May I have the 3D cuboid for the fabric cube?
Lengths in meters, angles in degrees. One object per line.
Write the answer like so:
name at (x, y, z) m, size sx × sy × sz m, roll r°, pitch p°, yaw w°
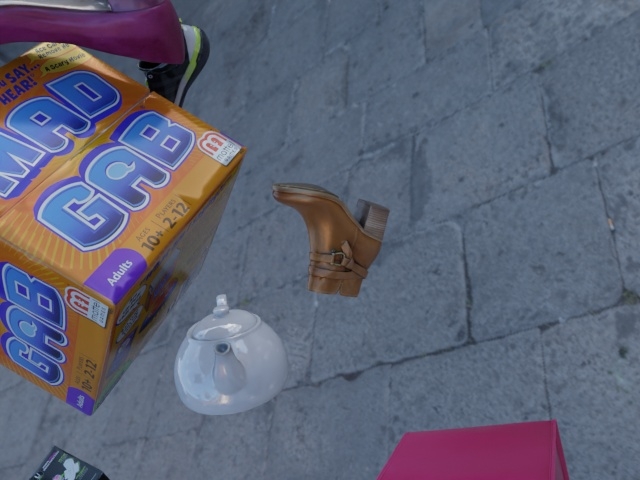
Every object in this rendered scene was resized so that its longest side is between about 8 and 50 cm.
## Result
fabric cube at (0.246, 0.445, 0.926) m, size 0.258 × 0.254 × 0.259 m, roll -12°, pitch 91°, yaw 21°

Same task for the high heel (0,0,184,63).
high heel at (-0.393, -0.279, 0.890) m, size 0.376 × 0.181 × 0.127 m, roll -17°, pitch 39°, yaw 4°

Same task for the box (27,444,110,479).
box at (-0.319, 0.314, 0.796) m, size 0.083 × 0.062 × 0.052 m, roll 20°, pitch 54°, yaw 18°

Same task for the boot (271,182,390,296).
boot at (0.000, 0.000, 1.336) m, size 0.109 × 0.283 × 0.220 m, roll 37°, pitch 110°, yaw 60°

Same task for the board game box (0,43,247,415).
board game box at (-0.388, -0.022, 0.970) m, size 0.357 × 0.356 × 0.356 m, roll -60°, pitch 1°, yaw -43°

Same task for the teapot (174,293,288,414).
teapot at (-0.189, 0.221, 1.266) m, size 0.255 × 0.252 × 0.187 m, roll 1°, pitch 106°, yaw 38°

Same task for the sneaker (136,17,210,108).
sneaker at (-0.282, -0.289, 1.078) m, size 0.235 × 0.097 × 0.084 m, roll -52°, pitch 50°, yaw 33°
